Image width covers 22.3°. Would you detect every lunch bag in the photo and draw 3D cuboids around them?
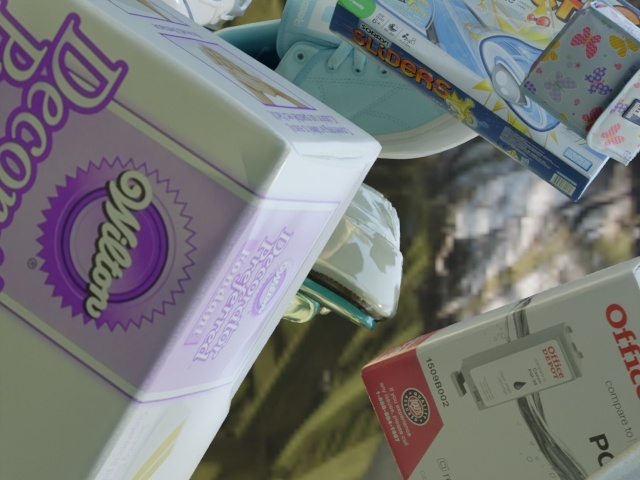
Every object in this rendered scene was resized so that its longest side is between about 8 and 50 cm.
[{"bbox_3d":[0.174,-0.095,0.972,0.071,0.083,0.053,-50,-176,23],"label":"lunch bag"}]

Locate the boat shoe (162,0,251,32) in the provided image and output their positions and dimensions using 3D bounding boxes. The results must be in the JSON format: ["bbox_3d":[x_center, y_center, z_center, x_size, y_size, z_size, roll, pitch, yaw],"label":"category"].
[{"bbox_3d":[-0.107,-0.227,1.388,0.095,0.084,0.258,60,5,-5],"label":"boat shoe"}]

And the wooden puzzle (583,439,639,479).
[{"bbox_3d":[0.200,0.228,0.662,0.348,0.322,0.080,34,-50,29],"label":"wooden puzzle"}]

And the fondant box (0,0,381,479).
[{"bbox_3d":[-0.182,-0.017,0.543,0.238,0.330,0.096,-59,166,11],"label":"fondant box"}]

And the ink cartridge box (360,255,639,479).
[{"bbox_3d":[0.201,0.144,1.322,0.283,0.117,0.207,-24,-94,38],"label":"ink cartridge box"}]

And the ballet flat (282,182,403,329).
[{"bbox_3d":[0.000,0.000,0.902,0.248,0.086,0.086,174,-84,-77],"label":"ballet flat"}]

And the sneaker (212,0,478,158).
[{"bbox_3d":[0.035,-0.162,1.474,0.366,0.150,0.135,-11,-131,35],"label":"sneaker"}]

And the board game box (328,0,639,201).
[{"bbox_3d":[0.126,-0.135,1.077,0.136,0.201,0.035,-51,171,-27],"label":"board game box"}]
